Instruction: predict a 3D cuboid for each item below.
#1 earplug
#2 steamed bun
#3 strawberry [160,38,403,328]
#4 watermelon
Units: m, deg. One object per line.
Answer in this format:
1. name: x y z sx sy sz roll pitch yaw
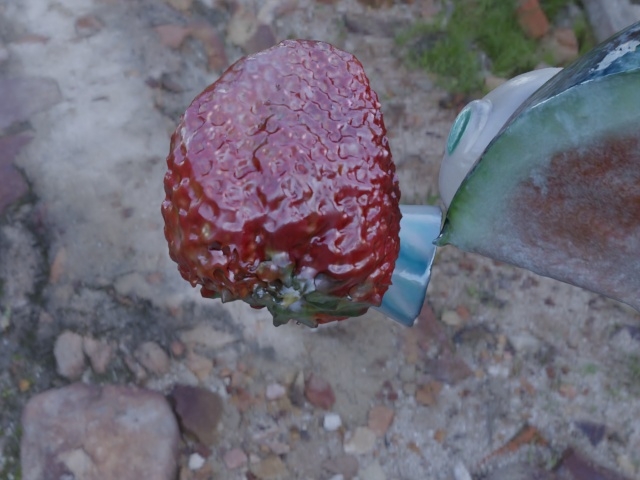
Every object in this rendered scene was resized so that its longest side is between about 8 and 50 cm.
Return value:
1. earplug: 0.000 0.000 1.514 0.324 0.185 0.185 14 48 -2
2. steamed bun: 0.233 -0.101 1.138 0.228 0.130 0.177 -35 58 -4
3. strawberry: -0.032 -0.080 1.243 0.267 0.312 0.351 1 72 46
4. watermelon: 0.267 -0.031 0.696 0.228 0.387 0.258 -30 87 -44
